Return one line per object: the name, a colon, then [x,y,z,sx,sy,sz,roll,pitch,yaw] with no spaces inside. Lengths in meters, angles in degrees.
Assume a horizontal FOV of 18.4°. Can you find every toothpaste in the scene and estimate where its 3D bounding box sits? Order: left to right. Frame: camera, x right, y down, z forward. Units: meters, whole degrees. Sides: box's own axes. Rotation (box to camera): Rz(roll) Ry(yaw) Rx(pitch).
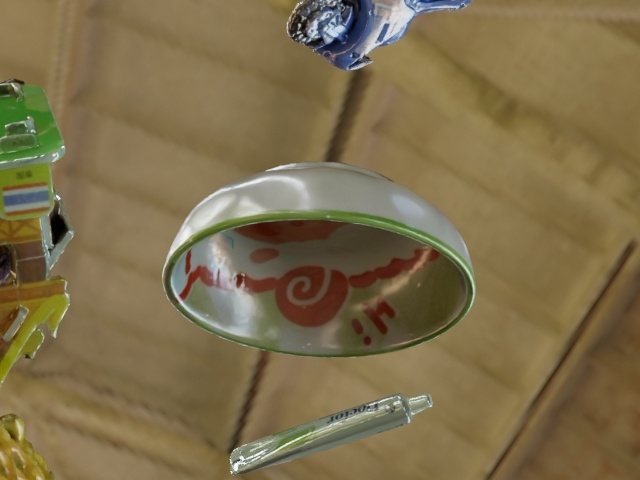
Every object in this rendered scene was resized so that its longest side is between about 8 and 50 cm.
toothpaste: [0.009,0.177,1.820,0.197,0.048,0.029,-18,-68,5]

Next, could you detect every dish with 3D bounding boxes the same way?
dish: [0.000,0.000,2.053,0.324,0.124,0.324,2,-28,1]

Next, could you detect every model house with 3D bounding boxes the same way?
model house: [-0.407,0.039,1.855,0.242,0.358,0.312,-130,-146,-66]

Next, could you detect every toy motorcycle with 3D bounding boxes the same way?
toy motorcycle: [0.058,-0.213,1.747,0.076,0.205,0.114,52,-19,27]

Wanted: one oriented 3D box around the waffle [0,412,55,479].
waffle: [-0.268,0.256,1.715,0.329,0.062,0.329,59,6,-10]
